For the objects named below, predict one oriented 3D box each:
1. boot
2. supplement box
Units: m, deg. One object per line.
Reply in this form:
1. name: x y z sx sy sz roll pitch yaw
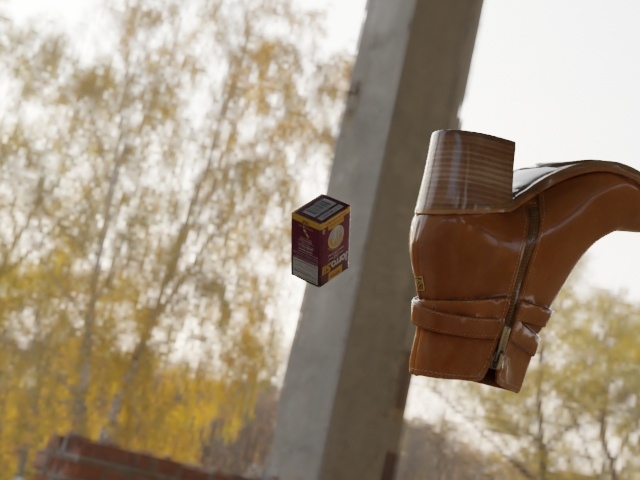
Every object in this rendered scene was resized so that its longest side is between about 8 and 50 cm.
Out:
1. boot: 0.136 0.021 0.743 0.197 0.152 0.073 9 -5 -26
2. supplement box: 0.000 0.000 1.283 0.043 0.055 0.083 24 -50 31
